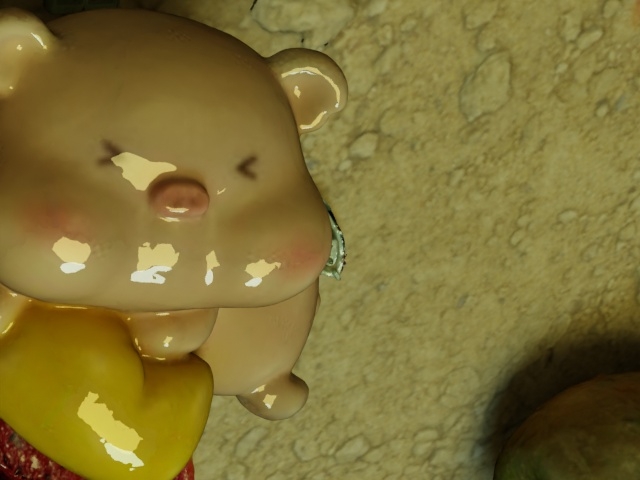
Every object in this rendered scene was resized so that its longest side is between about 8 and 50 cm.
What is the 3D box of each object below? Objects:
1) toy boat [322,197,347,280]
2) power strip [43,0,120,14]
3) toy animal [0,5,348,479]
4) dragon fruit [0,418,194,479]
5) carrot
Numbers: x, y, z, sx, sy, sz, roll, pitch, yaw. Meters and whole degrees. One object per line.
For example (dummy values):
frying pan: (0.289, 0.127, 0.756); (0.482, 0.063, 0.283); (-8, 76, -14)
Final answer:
toy boat: (0.000, 0.000, 1.373); (0.038, 0.038, 0.083); (-31, 133, -5)
power strip: (-0.141, -0.199, 1.148); (0.051, 0.019, 0.136); (-3, 126, -25)
toy animal: (-0.084, -0.007, 1.129); (0.345, 0.277, 0.247); (15, 134, -39)
dragon fruit: (-0.208, 0.116, 1.302); (0.274, 0.161, 0.126); (38, 68, -31)
carrot: (0.317, 0.212, 1.594); (0.341, 0.224, 0.224); (-9, 129, -28)
